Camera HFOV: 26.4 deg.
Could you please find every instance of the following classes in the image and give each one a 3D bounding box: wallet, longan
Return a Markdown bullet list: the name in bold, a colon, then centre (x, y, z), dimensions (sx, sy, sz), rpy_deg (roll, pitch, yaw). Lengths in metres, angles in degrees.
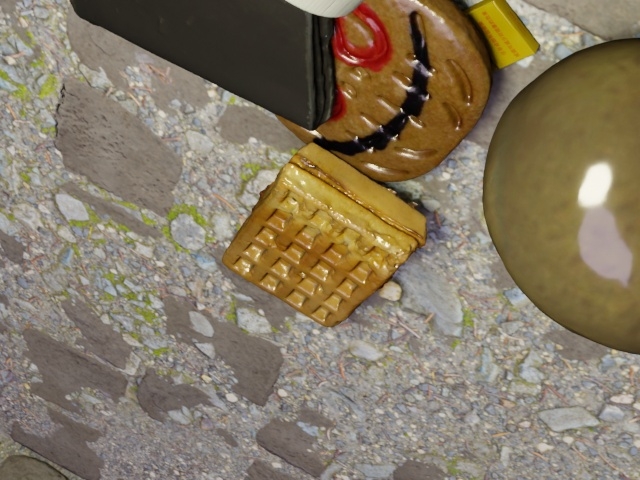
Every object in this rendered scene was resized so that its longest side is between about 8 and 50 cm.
- **wallet**: centre (-0.161, -0.300, 1.721), dimensions (0.406, 0.062, 0.228), rpy_deg (28, 145, 21)
- **longan**: centre (0.362, -0.047, 1.521), dimensions (0.360, 0.361, 0.361), rpy_deg (18, 141, 15)

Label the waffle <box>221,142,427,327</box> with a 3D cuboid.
- **waffle**: centre (0.000, 0.000, 1.947), dimensions (0.224, 0.098, 0.328), rpy_deg (32, 154, -6)

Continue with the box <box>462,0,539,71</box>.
- **box**: centre (0.180, -0.237, 1.658), dimensions (0.155, 0.023, 0.087), rpy_deg (-19, 124, 45)

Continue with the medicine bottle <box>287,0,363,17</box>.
- **medicine bottle**: centre (0.053, -0.392, 1.332), dimensions (0.245, 0.245, 0.306), rpy_deg (39, 124, -11)

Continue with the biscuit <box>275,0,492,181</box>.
- **biscuit**: centre (0.047, -0.213, 1.719), dimensions (0.314, 0.063, 0.367), rpy_deg (35, 148, -5)
